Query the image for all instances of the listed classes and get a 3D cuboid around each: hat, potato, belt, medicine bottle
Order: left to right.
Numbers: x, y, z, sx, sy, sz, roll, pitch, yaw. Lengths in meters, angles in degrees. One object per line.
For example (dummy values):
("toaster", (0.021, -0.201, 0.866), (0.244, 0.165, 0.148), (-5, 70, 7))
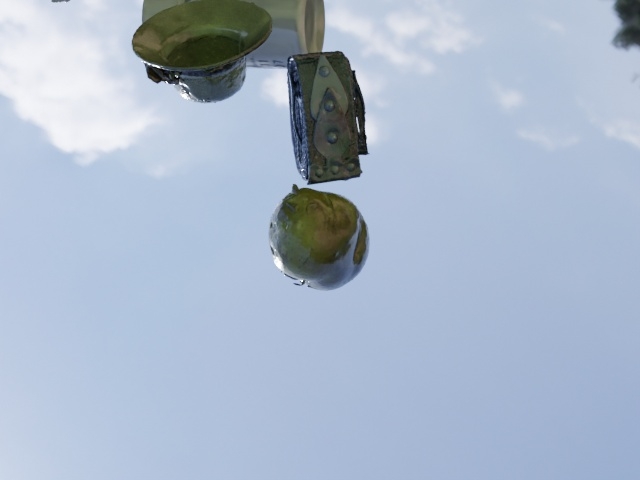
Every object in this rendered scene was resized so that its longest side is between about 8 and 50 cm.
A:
("hat", (-0.202, -0.320, 1.931), (0.257, 0.130, 0.257), (-5, -142, 4))
("medicine bottle", (-0.190, -0.483, 2.378), (0.371, 0.211, 0.211), (3, -154, 15))
("potato", (0.000, 0.000, 1.803), (0.143, 0.169, 0.248), (27, -176, 25))
("belt", (0.016, -0.212, 1.813), (0.128, 0.218, 0.122), (-10, -160, -11))

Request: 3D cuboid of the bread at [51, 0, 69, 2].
("bread", (-0.466, -0.474, 1.814), (0.082, 0.106, 0.125), (-14, -116, -7))
